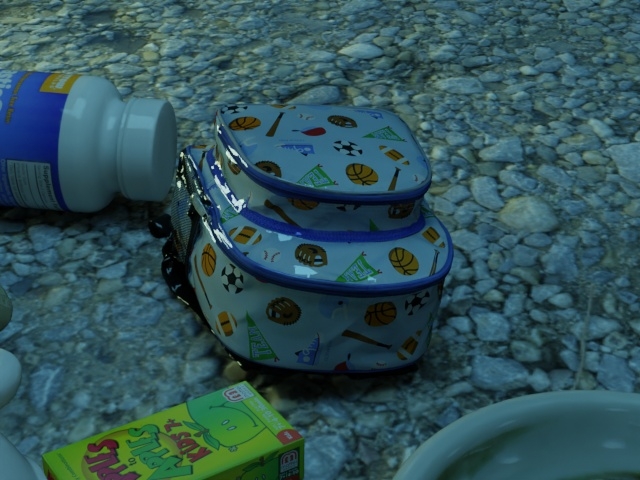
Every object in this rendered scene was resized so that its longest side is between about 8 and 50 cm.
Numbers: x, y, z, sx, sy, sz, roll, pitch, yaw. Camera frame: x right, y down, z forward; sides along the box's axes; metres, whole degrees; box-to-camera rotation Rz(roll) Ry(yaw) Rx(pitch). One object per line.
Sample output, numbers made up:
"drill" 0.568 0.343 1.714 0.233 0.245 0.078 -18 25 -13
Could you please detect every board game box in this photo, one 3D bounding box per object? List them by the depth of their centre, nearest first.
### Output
"board game box" -0.113 0.176 0.955 0.181 0.043 0.092 -17 34 -29

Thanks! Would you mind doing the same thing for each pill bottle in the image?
"pill bottle" -0.302 -0.110 1.346 0.272 0.152 0.152 4 30 7

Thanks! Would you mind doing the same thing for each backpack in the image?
"backpack" 0.000 0.000 1.126 0.276 0.213 0.263 -5 40 -16

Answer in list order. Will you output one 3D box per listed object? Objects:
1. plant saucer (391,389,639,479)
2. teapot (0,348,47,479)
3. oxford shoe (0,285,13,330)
"plant saucer" 0.216 0.256 0.738 0.400 0.100 0.400 8 33 -5
"teapot" -0.231 0.210 0.734 0.187 0.256 0.252 9 4 -34
"oxford shoe" -0.435 0.022 1.175 0.146 0.140 0.397 21 4 -43
